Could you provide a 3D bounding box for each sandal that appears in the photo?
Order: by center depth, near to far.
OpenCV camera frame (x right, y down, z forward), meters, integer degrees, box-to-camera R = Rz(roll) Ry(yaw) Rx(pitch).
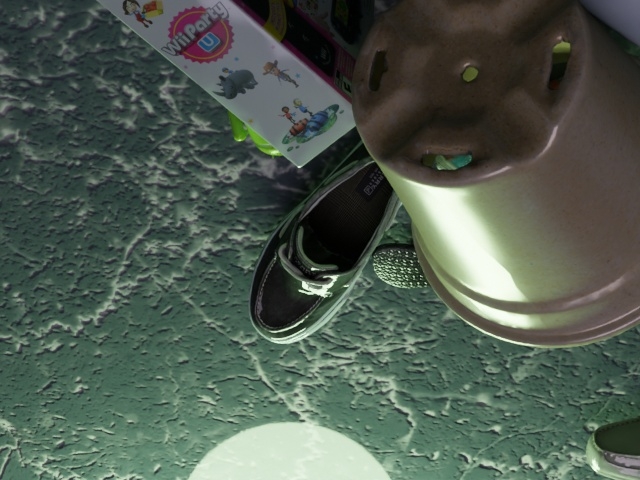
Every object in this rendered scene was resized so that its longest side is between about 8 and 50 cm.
[{"bbox_3d":[0.142,0.025,1.691,0.179,0.040,0.067,5,137,-21],"label":"sandal"}]

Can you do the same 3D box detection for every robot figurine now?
[{"bbox_3d":[-0.053,-0.142,1.534,0.101,0.067,0.115,-19,127,8],"label":"robot figurine"}]

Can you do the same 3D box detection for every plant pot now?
[{"bbox_3d":[0.186,-0.100,1.322,0.333,0.334,0.305,-21,151,19],"label":"plant pot"}]

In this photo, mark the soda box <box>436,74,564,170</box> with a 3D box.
[{"bbox_3d":[0.220,-0.117,1.549,0.183,0.058,0.063,-25,125,21],"label":"soda box"}]

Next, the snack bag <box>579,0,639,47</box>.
[{"bbox_3d":[0.418,-0.280,1.298,0.342,0.037,0.323,-27,151,32],"label":"snack bag"}]

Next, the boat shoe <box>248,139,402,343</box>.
[{"bbox_3d":[0.000,0.000,1.600,0.121,0.119,0.335,37,120,7],"label":"boat shoe"}]

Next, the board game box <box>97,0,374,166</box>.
[{"bbox_3d":[-0.086,-0.249,1.344,0.303,0.224,0.097,37,125,-26],"label":"board game box"}]

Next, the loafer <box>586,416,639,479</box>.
[{"bbox_3d":[0.507,0.247,1.815,0.319,0.112,0.111,-7,125,-1],"label":"loafer"}]
